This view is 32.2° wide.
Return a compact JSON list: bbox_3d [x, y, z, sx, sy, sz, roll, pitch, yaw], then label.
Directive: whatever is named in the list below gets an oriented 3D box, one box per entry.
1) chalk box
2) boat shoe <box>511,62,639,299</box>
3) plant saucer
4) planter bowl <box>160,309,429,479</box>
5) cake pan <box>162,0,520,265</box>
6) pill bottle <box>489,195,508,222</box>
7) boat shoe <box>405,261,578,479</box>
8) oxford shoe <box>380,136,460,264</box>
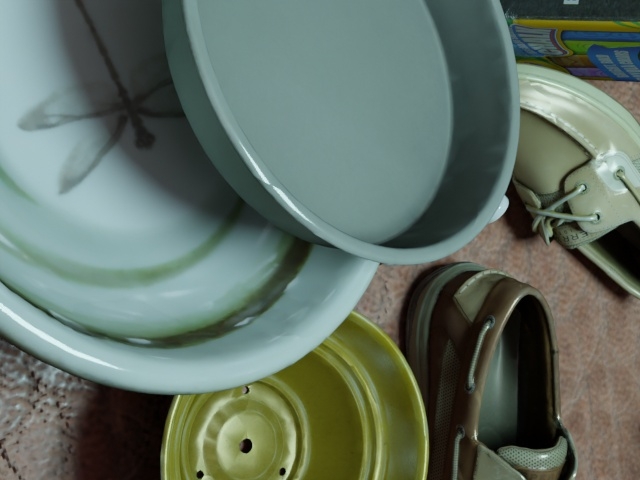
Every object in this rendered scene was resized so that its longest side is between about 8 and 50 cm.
[{"bbox_3d":[0.213,-0.230,0.867,0.179,0.289,0.180,16,83,-64],"label":"chalk box"},{"bbox_3d":[0.226,-0.041,0.941,0.302,0.109,0.098,35,62,-33],"label":"boat shoe"},{"bbox_3d":[-0.118,-0.102,0.686,0.400,0.100,0.401,14,69,-41],"label":"plant saucer"},{"bbox_3d":[-0.034,0.150,0.790,0.217,0.090,0.217,4,83,-34],"label":"planter bowl"},{"bbox_3d":[0.017,-0.124,0.711,0.293,0.054,0.293,14,69,-40],"label":"cake pan"},{"bbox_3d":[0.119,-0.051,0.914,0.083,0.043,0.043,43,69,-25],"label":"pill bottle"},{"bbox_3d":[0.140,0.181,0.886,0.123,0.116,0.324,-10,96,-31],"label":"boat shoe"},{"bbox_3d":[0.000,0.000,0.817,0.227,0.096,0.083,-15,65,-11],"label":"oxford shoe"}]
